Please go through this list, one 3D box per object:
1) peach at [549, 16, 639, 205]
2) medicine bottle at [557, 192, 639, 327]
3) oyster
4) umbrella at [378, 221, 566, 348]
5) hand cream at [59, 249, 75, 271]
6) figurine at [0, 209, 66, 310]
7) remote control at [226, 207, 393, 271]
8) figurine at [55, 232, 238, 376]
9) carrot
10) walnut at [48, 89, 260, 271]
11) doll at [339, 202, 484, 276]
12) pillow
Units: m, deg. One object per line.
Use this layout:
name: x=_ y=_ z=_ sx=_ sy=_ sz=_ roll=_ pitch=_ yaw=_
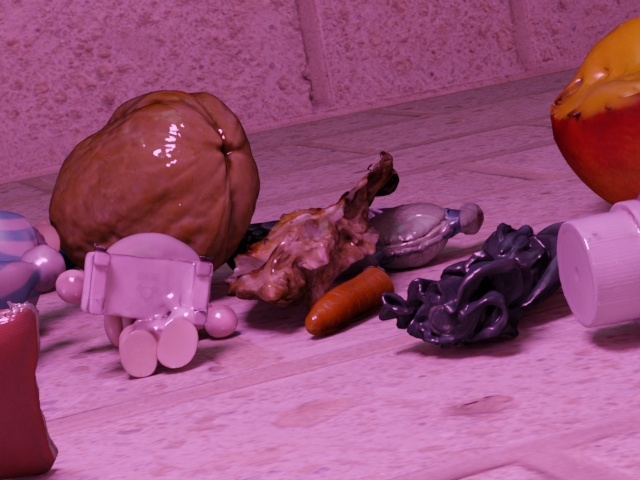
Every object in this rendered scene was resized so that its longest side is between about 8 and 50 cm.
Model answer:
peach: x=0.452 y=-0.149 z=2.094 sx=0.306 sy=0.242 sz=0.380 roll=-28 pitch=18 yaw=17
medicine bottle: x=0.349 y=0.008 z=1.546 sx=0.247 sy=0.147 sz=0.147 roll=-11 pitch=10 yaw=-9
oyster: x=0.005 y=-0.002 z=1.930 sx=0.221 sy=0.096 sz=0.361 roll=-40 pitch=7 yaw=9
umbrella: x=0.191 y=0.033 z=1.709 sx=0.143 sy=0.094 sz=0.349 roll=2 pitch=12 yaw=32
hand cream: x=-0.402 y=0.032 z=2.408 sx=0.120 sy=0.061 sz=0.270 roll=-8 pitch=5 yaw=0
figurine: x=-0.410 y=0.089 z=1.837 sx=0.361 sy=0.266 sz=0.377 roll=15 pitch=25 yaw=-42
remote control: x=0.000 y=0.000 z=2.210 sx=0.266 sy=0.066 sz=0.090 roll=-8 pitch=22 yaw=-20
figurine: x=-0.191 y=0.053 z=1.819 sx=0.182 sy=0.144 sz=0.257 roll=-14 pitch=7 yaw=-8
carrot: x=0.027 y=0.067 z=1.798 sx=0.048 sy=0.048 sz=0.139 roll=-3 pitch=14 yaw=34
walnut: x=-0.198 y=-0.051 z=2.076 sx=0.283 sy=0.283 sz=0.227 roll=0 pitch=0 yaw=44
doll: x=0.104 y=-0.005 z=2.063 sx=0.214 sy=0.071 sz=0.103 roll=-17 pitch=10 yaw=-12
pillow: x=-0.304 y=0.135 z=1.367 sx=0.171 sy=0.179 sz=0.075 roll=-13 pitch=39 yaw=-15
